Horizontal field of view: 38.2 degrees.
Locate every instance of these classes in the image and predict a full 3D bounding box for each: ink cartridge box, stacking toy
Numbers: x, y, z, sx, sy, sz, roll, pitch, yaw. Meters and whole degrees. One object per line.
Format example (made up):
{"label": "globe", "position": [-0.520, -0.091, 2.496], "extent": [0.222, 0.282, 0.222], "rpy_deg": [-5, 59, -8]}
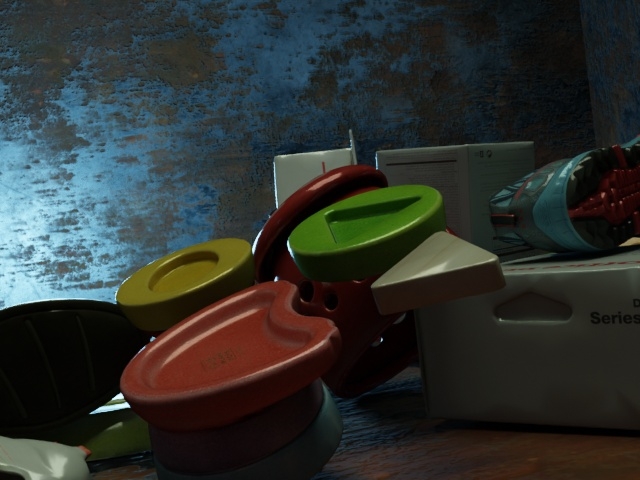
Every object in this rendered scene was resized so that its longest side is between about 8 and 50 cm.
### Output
{"label": "ink cartridge box", "position": [0.000, 0.000, 1.368], "extent": [0.119, 0.207, 0.353], "rpy_deg": [-6, -20, -2]}
{"label": "stacking toy", "position": [-0.007, 0.080, 0.705], "extent": [0.279, 0.130, 0.309], "rpy_deg": [-20, 19, -3]}
{"label": "ink cartridge box", "position": [0.242, 0.071, 0.796], "extent": [0.211, 0.121, 0.289], "rpy_deg": [-6, 1, 38]}

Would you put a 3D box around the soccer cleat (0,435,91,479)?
{"label": "soccer cleat", "position": [-0.245, 0.162, 0.634], "extent": [0.196, 0.068, 0.076], "rpy_deg": [-3, 5, 29]}

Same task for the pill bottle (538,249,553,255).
{"label": "pill bottle", "position": [0.232, 0.012, 1.301], "extent": [0.188, 0.188, 0.334], "rpy_deg": [-7, 17, -17]}

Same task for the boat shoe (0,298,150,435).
{"label": "boat shoe", "position": [-0.300, 0.123, 0.783], "extent": [0.307, 0.111, 0.104], "rpy_deg": [-18, 5, -22]}

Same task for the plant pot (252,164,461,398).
{"label": "plant pot", "position": [0.041, 0.031, 0.911], "extent": [0.191, 0.174, 0.191], "rpy_deg": [-33, -21, -15]}

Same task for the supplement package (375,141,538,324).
{"label": "supplement package", "position": [0.162, 0.011, 1.076], "extent": [0.134, 0.244, 0.139], "rpy_deg": [-8, 7, -44]}

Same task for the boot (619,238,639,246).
{"label": "boot", "position": [0.441, 0.058, 1.474], "extent": [0.295, 0.104, 0.211], "rpy_deg": [-13, 2, 41]}

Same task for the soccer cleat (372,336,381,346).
{"label": "soccer cleat", "position": [0.120, 0.033, 1.184], "extent": [0.083, 0.095, 0.248], "rpy_deg": [-5, 43, 49]}

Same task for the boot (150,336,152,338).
{"label": "boot", "position": [-0.428, 0.162, 1.600], "extent": [0.178, 0.085, 0.236], "rpy_deg": [-9, -6, 30]}

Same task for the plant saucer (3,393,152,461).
{"label": "plant saucer", "position": [-0.199, 0.167, 0.892], "extent": [0.241, 0.037, 0.241], "rpy_deg": [-7, 1, 0]}

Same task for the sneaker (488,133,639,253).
{"label": "sneaker", "position": [0.248, -0.043, 0.845], "extent": [0.125, 0.104, 0.262], "rpy_deg": [-9, -2, 44]}
